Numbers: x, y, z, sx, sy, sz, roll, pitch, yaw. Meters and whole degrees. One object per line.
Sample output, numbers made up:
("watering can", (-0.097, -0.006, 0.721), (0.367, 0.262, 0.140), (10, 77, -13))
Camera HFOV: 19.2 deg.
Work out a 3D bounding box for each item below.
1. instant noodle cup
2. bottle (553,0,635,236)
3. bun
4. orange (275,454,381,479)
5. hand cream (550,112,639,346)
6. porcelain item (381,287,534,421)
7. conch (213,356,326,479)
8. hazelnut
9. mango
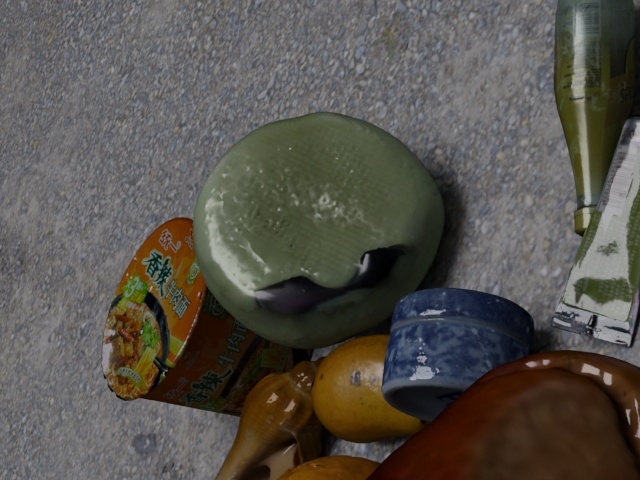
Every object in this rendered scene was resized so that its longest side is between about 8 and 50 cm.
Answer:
("instant noodle cup", (-0.130, 0.108, 2.281), (0.230, 0.182, 0.230), (-34, 44, 42))
("bottle", (0.278, -0.134, 1.918), (0.083, 0.083, 0.270), (-16, 68, 52))
("bun", (0.000, 0.000, 2.144), (0.283, 0.179, 0.283), (-4, 66, 9))
("orange", (0.018, 0.327, 1.910), (0.219, 0.193, 0.219), (-13, 70, 41))
("hand cream", (0.295, -0.018, 1.841), (0.086, 0.055, 0.235), (14, 85, 33))
("porcelain item", (0.139, 0.115, 1.901), (0.147, 0.147, 0.114), (-18, 54, 51))
("conch", (-0.063, 0.240, 2.185), (0.330, 0.109, 0.093), (-52, -4, 30))
("hazelnut", (0.177, 0.263, 1.592), (0.372, 0.372, 0.315), (-10, 101, 54))
("mango", (0.065, 0.158, 2.038), (0.178, 0.090, 0.115), (-14, 76, 46))
